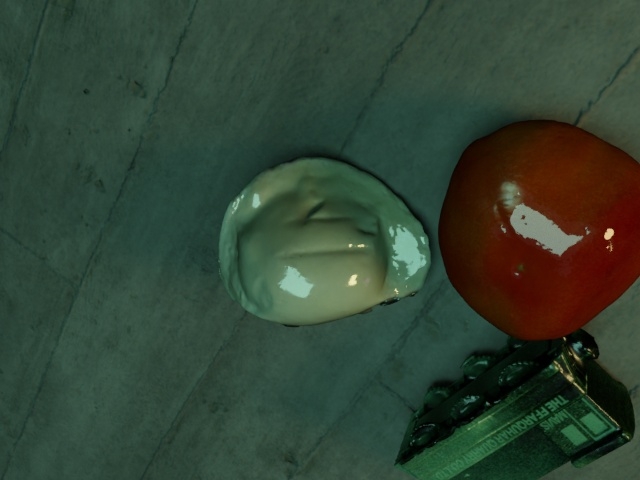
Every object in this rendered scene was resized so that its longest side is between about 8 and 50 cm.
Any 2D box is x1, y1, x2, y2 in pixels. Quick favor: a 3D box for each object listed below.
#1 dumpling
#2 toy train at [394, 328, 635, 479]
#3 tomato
[{"bbox_3d":[-0.002,0.000,0.928,0.175,0.243,0.227,1,96,64],"label":"dumpling"},{"bbox_3d":[0.255,0.243,0.913,0.178,0.138,0.330,42,122,-3],"label":"toy train"},{"bbox_3d":[0.247,-0.007,0.784,0.259,0.180,0.260,10,115,22],"label":"tomato"}]
